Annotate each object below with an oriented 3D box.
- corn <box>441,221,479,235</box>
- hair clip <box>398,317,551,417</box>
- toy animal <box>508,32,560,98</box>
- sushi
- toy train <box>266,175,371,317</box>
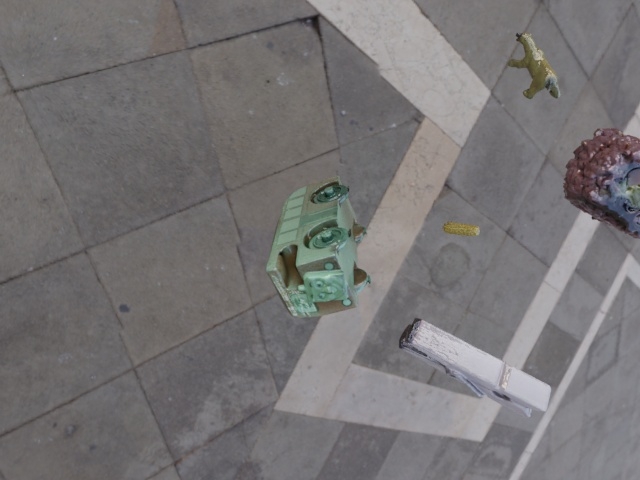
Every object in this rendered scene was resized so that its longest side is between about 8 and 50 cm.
[{"bbox_3d":[0.303,-0.026,0.958,0.027,0.083,0.028,-27,117,-45],"label":"corn"},{"bbox_3d":[0.338,0.288,0.995,0.085,0.331,0.101,-56,171,-32],"label":"hair clip"},{"bbox_3d":[0.667,-0.540,1.367,0.103,0.218,0.101,-19,164,7],"label":"toy animal"},{"bbox_3d":[0.733,-0.141,1.045,0.270,0.171,0.236,30,113,-13],"label":"sushi"},{"bbox_3d":[0.000,0.000,0.816,0.159,0.326,0.129,-14,122,13],"label":"toy train"}]
